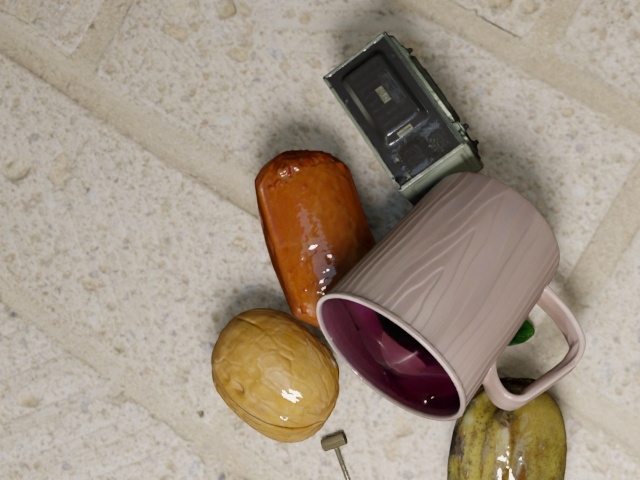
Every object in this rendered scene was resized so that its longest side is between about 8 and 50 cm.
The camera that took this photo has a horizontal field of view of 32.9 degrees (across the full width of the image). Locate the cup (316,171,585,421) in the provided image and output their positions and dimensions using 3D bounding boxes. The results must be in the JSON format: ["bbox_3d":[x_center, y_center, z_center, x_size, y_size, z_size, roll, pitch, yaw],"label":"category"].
[{"bbox_3d":[0.182,0.079,1.383,0.288,0.208,0.273,23,56,34],"label":"cup"}]

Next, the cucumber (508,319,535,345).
[{"bbox_3d":[0.158,0.132,1.525,0.284,0.056,0.056,-5,82,12],"label":"cucumber"}]

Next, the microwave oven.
[{"bbox_3d":[0.122,-0.167,1.511,0.129,0.163,0.205,-35,73,7],"label":"microwave oven"}]

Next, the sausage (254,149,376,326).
[{"bbox_3d":[-0.001,0.000,1.527,0.141,0.153,0.268,-18,81,-9],"label":"sausage"}]

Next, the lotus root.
[{"bbox_3d":[0.244,0.318,1.434,0.154,0.154,0.278,7,84,16],"label":"lotus root"}]

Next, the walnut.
[{"bbox_3d":[-0.065,0.188,1.522,0.197,0.165,0.165,40,95,10],"label":"walnut"}]

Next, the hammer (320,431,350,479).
[{"bbox_3d":[0.036,0.332,1.553,0.035,0.019,0.110,-23,81,12],"label":"hammer"}]
